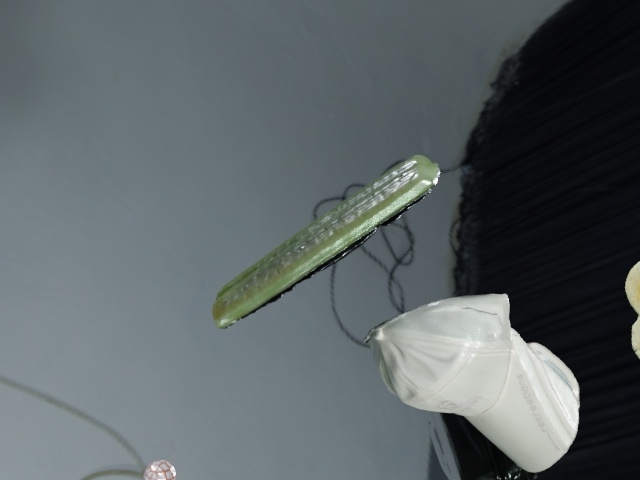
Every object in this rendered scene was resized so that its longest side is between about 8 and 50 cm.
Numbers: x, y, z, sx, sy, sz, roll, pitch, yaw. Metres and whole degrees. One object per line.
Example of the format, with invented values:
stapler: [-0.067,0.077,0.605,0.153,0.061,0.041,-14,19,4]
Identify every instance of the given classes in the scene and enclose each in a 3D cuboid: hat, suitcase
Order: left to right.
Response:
hat: [0.165,0.183,1.013,0.164,0.219,0.226,-16,72,-31]
suitcase: [0.267,0.304,1.615,0.188,0.345,0.339,-17,86,-3]

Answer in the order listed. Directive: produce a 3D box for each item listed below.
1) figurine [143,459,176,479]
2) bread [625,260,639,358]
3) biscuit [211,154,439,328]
figurine: [-0.280,0.525,1.508,0.370,0.167,0.281,21,85,-64]
bread: [0.459,0.064,1.031,0.039,0.251,0.182,-8,43,-35]
biscuit: [0.000,0.000,1.022,0.038,0.322,0.099,50,16,-18]
